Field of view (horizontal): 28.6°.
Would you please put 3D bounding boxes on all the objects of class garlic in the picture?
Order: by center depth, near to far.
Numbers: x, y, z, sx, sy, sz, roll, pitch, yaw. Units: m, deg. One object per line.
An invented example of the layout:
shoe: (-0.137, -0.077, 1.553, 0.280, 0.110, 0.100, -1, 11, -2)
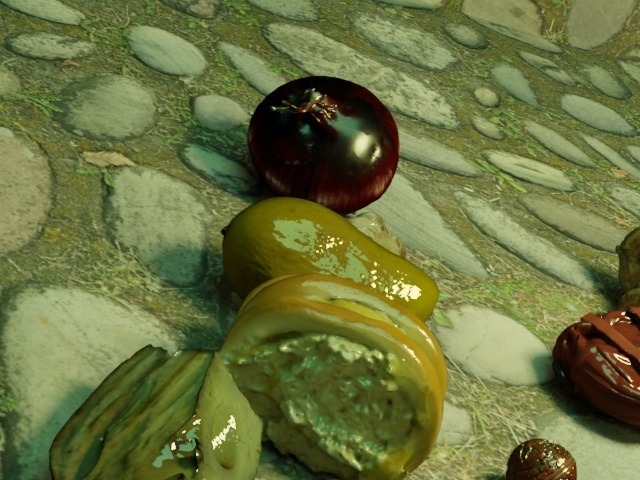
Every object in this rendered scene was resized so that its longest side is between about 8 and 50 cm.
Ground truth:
garlic: (0.076, 0.038, 2.005, 0.147, 0.102, 0.159, -14, 70, -52)

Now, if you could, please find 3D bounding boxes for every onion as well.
onion: (0.003, -0.183, 2.149, 0.273, 0.285, 0.273, -3, 56, 4)

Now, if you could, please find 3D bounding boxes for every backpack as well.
backpack: (0.491, 0.209, 1.998, 0.229, 0.139, 0.229, 18, 27, -10)

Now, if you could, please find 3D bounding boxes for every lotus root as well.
lotus root: (-0.180, 0.246, 1.441, 0.210, 0.142, 0.314, -6, 25, 23)

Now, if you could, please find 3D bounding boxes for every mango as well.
mango: (0.005, 0.057, 1.855, 0.331, 0.142, 0.195, 30, 64, -1)

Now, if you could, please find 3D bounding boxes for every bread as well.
bread: (0.030, 0.157, 1.660, 0.315, 0.211, 0.270, 30, 28, 3)

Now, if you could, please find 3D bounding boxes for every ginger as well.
ginger: (0.690, 0.103, 2.315, 0.375, 0.176, 0.256, 10, 50, -29)

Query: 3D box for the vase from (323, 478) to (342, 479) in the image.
vase: (0.010, 0.366, 1.407, 0.115, 0.115, 0.237, 21, 26, -6)

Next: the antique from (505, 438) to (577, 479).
antique: (0.300, 0.317, 1.712, 0.104, 0.104, 0.104, 19, 29, -11)
